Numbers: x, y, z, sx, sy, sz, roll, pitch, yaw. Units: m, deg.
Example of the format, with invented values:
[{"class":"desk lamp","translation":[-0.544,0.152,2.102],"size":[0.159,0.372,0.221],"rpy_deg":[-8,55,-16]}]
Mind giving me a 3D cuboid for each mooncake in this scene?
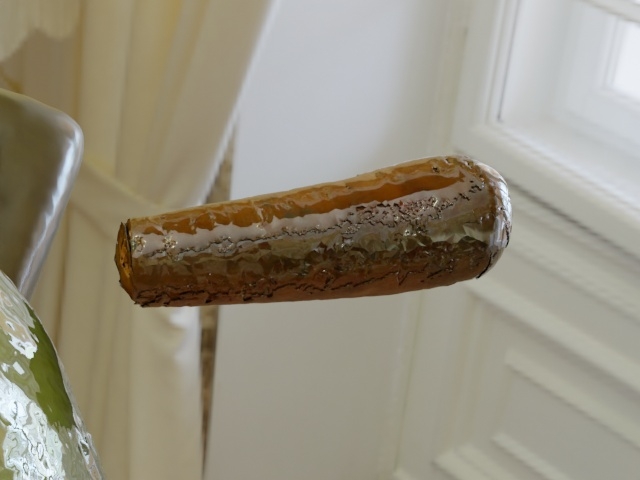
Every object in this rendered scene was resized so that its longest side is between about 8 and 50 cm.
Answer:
[{"class":"mooncake","translation":[-0.211,0.020,0.688],"size":[0.117,0.235,0.235],"rpy_deg":[21,26,-11]}]

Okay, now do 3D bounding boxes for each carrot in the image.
[{"class":"carrot","translation":[0.000,0.000,0.526],"size":[0.161,0.055,0.055],"rpy_deg":[-10,31,-16]}]

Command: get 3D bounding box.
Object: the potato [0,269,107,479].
[{"class":"potato","translation":[-0.127,0.094,0.351],"size":[0.148,0.197,0.228],"rpy_deg":[-20,51,-28]}]
